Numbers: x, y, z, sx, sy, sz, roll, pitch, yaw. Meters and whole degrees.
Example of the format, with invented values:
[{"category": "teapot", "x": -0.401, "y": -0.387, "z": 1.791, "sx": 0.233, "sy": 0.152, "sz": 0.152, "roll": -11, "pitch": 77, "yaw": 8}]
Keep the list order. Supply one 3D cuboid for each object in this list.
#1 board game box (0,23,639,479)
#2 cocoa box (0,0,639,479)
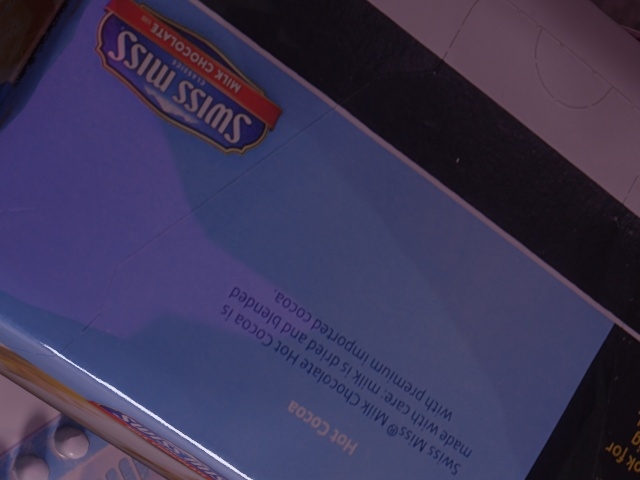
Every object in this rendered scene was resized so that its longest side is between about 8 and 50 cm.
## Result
[{"category": "board game box", "x": -0.021, "y": 0.034, "z": 0.936, "sx": 0.390, "sy": 0.050, "sz": 0.390, "roll": 15, "pitch": 86, "yaw": -26}, {"category": "cocoa box", "x": 0.000, "y": 0.000, "z": 0.786, "sx": 0.347, "sy": 0.231, "sz": 0.228, "roll": 36, "pitch": 78, "yaw": -23}]
